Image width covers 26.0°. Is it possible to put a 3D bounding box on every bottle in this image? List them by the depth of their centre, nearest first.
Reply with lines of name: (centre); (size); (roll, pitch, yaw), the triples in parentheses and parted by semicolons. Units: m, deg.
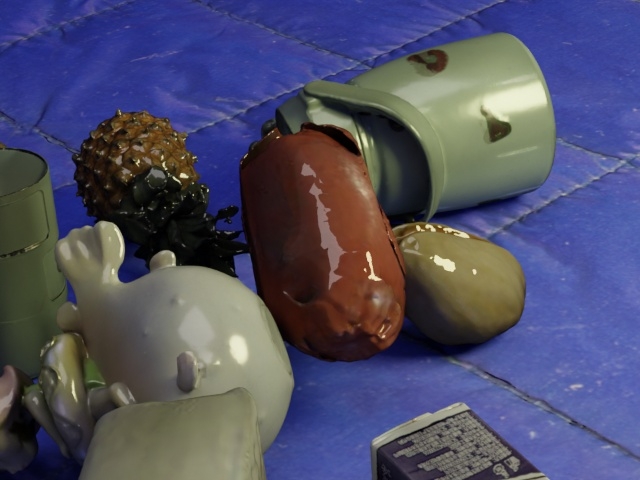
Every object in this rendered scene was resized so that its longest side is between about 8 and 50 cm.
bottle: (0.094, -0.120, 1.692); (0.352, 0.229, 0.229); (-13, 32, -17)

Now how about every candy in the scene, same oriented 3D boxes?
candy: (-0.111, 0.290, 1.028); (0.145, 0.208, 0.358); (-6, 31, 7)

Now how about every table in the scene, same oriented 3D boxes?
table: (-0.336, 0.026, 1.470); (0.126, 0.220, 0.126); (-3, 29, 1)

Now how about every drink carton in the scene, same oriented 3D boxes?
drink carton: (0.139, 0.253, 1.131); (0.102, 0.134, 0.222); (-18, 34, -25)

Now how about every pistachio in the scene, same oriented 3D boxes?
pistachio: (0.139, 0.044, 1.478); (0.124, 0.185, 0.124); (-33, 39, 31)

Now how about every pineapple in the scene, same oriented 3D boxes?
pineapple: (-0.179, -0.020, 1.598); (0.166, 0.165, 0.364); (-14, 35, -18)

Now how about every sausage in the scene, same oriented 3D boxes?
sausage: (0.000, 0.000, 1.405); (0.152, 0.152, 0.279); (-9, 53, -10)

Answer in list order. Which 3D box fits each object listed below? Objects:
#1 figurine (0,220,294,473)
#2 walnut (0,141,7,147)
figurine: (-0.231, 0.128, 1.306); (0.394, 0.274, 0.226); (-18, -13, 5)
walnut: (-0.457, -0.083, 1.813); (0.143, 0.069, 0.170); (-7, 34, -10)
